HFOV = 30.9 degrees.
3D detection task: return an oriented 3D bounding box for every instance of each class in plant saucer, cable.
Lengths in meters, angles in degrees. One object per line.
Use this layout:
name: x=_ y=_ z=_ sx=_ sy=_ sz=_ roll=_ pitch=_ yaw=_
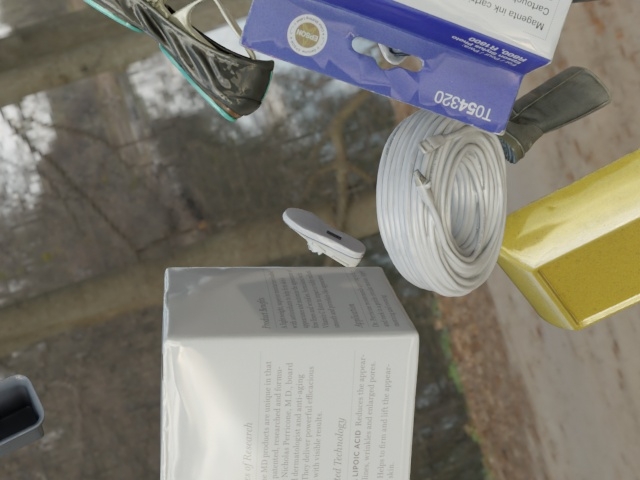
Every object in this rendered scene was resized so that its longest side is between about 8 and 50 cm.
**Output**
plant saucer: x=0.456 y=0.017 z=1.803 sx=0.333 sy=0.333 sz=0.081 roll=44 pitch=-157 yaw=-49
cable: x=0.168 y=-0.052 z=1.552 sx=0.257 sy=0.089 sz=0.257 roll=-41 pitch=-54 yaw=-50

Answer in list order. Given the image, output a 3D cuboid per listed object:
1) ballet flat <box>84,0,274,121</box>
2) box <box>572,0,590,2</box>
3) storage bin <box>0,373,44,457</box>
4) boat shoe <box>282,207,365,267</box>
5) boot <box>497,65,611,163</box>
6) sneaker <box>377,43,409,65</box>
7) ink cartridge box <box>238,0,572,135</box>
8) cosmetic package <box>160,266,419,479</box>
ballet flat: x=-0.166 y=-0.251 z=1.285 sx=0.280 sy=0.096 sz=0.095 roll=38 pitch=-167 yaw=-9
box: x=0.357 y=-0.457 z=1.757 sx=0.232 sy=0.183 sz=0.059 roll=60 pitch=144 yaw=27
storage bin: x=-0.450 y=0.253 z=1.601 sx=0.098 sy=0.135 sz=0.091 roll=58 pitch=163 yaw=23
boat shoe: x=0.000 y=0.000 z=1.282 sx=0.035 sy=0.100 sz=0.035 roll=-64 pitch=-2 yaw=34
boot: x=0.342 y=-0.232 z=1.909 sx=0.189 sy=0.208 sz=0.076 roll=44 pitch=165 yaw=26
sneaker: x=0.182 y=-0.294 z=1.586 sx=0.099 sy=0.282 sz=0.153 roll=-16 pitch=58 yaw=56
ink cartridge box: x=0.118 y=-0.309 z=1.211 sx=0.071 sy=0.324 sz=0.330 roll=-148 pitch=75 yaw=-73
cosmetic package: x=-0.031 y=0.113 z=0.896 sx=0.151 sy=0.184 sz=0.151 roll=-110 pitch=21 yaw=-71
